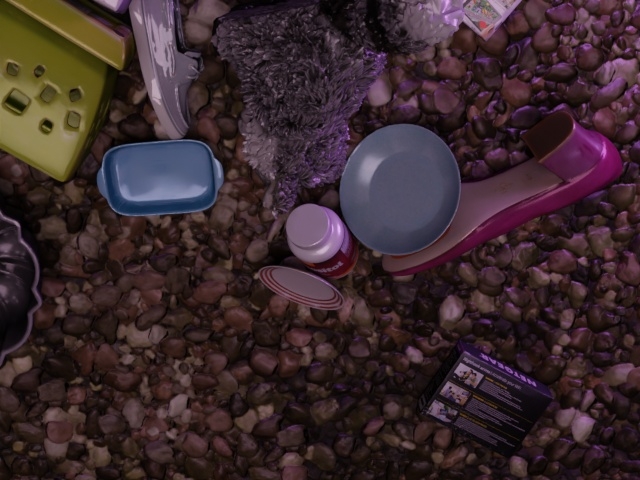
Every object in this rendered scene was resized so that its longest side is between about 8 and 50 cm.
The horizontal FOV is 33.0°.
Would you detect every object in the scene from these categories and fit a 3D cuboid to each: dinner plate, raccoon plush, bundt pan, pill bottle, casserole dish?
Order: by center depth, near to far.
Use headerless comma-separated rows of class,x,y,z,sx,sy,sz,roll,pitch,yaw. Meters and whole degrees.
raccoon plush,0.016,-0.168,1.418,0.216,0.446,0.299,-22,111,-21
pill bottle,0.000,0.000,1.592,0.086,0.152,0.086,-5,72,14
bundt pan,-0.568,0.037,1.613,0.330,0.124,0.331,0,112,-1
casserole dish,-0.238,-0.098,1.617,0.188,0.037,0.114,-4,111,1
dinner plate,-0.027,0.068,1.651,0.141,0.141,0.017,26,66,-11

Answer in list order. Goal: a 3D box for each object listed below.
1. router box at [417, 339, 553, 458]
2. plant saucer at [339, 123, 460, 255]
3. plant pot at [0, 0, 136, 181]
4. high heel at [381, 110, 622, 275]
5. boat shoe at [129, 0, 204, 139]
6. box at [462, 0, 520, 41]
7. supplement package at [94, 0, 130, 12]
router box,0.269,0.261,1.763,0.178,0.046,0.133,29,107,-12
plant saucer,0.122,-0.074,1.600,0.194,0.037,0.195,-2,86,28
plant pot,-0.379,-0.237,1.464,0.227,0.228,0.207,31,101,-12
high heel,0.275,-0.036,1.627,0.377,0.127,0.181,-34,140,26
boat shoe,-0.209,-0.256,1.533,0.081,0.079,0.228,-10,108,7
box,0.191,-0.389,1.515,0.207,0.036,0.114,37,106,-14
supplement package,-0.263,-0.459,1.374,0.177,0.175,0.293,28,96,-12
